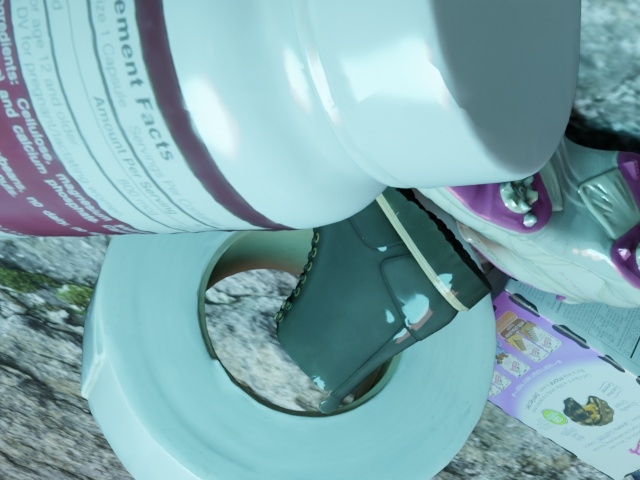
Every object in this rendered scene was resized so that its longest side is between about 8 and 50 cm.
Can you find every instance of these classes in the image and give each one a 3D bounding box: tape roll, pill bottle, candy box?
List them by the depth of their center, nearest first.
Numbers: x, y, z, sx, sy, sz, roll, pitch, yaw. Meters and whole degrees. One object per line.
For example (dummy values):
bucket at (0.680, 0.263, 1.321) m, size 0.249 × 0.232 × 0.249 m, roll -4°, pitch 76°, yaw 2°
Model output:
pill bottle at (-0.080, -0.115, 0.686) m, size 0.392 × 0.224 × 0.224 m, roll -2°, pitch 147°, yaw 30°
tape roll at (-0.024, 0.067, 0.923) m, size 0.286 × 0.286 × 0.100 m, roll 21°, pitch 153°, yaw -8°
candy box at (0.208, 0.097, 1.039) m, size 0.196 × 0.070 × 0.165 m, roll 33°, pitch 151°, yaw -2°

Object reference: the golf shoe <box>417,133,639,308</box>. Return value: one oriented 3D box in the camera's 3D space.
golf shoe at (0.118, -0.033, 0.854) m, size 0.306 × 0.115 × 0.140 m, roll 33°, pitch 154°, yaw -23°

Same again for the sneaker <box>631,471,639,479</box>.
sneaker at (0.377, 0.192, 1.149) m, size 0.226 × 0.086 × 0.163 m, roll -6°, pitch 147°, yaw 33°

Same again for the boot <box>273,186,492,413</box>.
boot at (0.000, 0.000, 0.856) m, size 0.137 × 0.198 × 0.077 m, roll -41°, pitch 152°, yaw 9°
